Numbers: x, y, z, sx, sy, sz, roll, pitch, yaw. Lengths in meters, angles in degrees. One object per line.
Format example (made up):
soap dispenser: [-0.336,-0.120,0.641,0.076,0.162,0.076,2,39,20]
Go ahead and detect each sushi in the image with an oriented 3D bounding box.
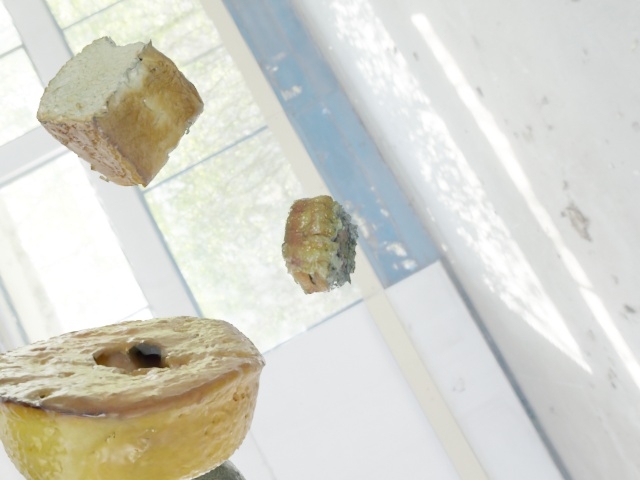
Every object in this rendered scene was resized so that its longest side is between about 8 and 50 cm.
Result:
sushi: [0.000,0.000,1.575,0.184,0.140,0.274,44,-133,-54]

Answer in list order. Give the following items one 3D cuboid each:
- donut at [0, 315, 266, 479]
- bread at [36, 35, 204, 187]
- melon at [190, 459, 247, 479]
donut: [-0.197,0.165,0.692,0.303,0.303,0.110,-132,38,-79]
bread: [-0.132,-0.086,0.440,0.077,0.083,0.070,12,151,36]
melon: [-0.257,0.522,1.168,0.237,0.302,0.237,36,146,29]
